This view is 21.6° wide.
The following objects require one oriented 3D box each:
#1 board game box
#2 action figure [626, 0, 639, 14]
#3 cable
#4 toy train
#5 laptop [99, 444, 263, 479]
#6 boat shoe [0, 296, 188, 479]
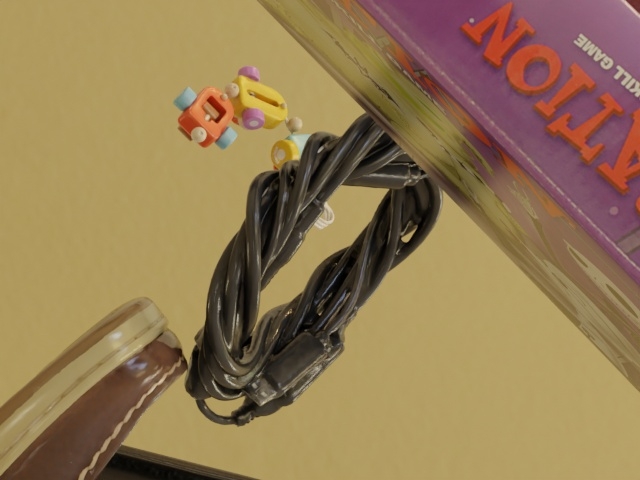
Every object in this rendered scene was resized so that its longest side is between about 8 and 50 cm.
[{"bbox_3d":[0.014,-0.072,0.460,0.056,0.347,0.208,-43,-11,-4],"label":"board game box"},{"bbox_3d":[0.256,-0.103,0.795,0.248,0.370,0.276,-9,-53,-54],"label":"action figure"},{"bbox_3d":[0.000,0.000,0.815,0.184,0.047,0.150,-42,-29,-29],"label":"cable"},{"bbox_3d":[-0.056,-0.076,1.408,0.166,0.125,0.046,42,-52,-16],"label":"toy train"},{"bbox_3d":[-0.157,0.160,1.142,0.382,0.236,0.408,12,-42,10],"label":"laptop"},{"bbox_3d":[-0.158,0.182,0.795,0.342,0.123,0.123,-51,2,4],"label":"boat shoe"}]
